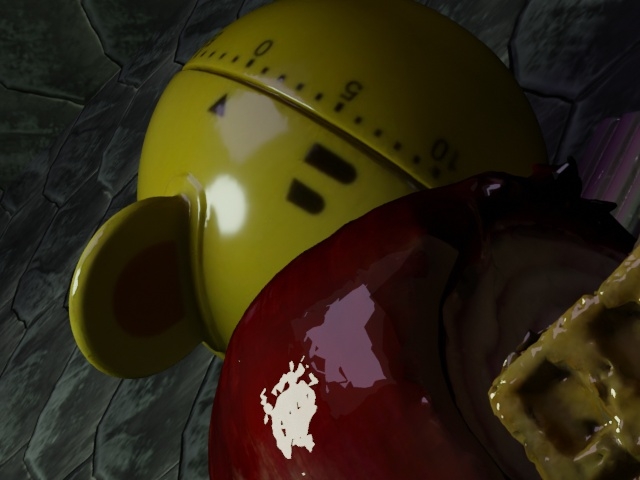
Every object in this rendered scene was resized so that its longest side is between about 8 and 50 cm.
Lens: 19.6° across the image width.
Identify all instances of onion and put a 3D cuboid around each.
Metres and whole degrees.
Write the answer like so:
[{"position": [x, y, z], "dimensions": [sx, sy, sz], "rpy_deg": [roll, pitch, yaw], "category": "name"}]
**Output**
[{"position": [0.095, 0.134, 1.113], "dimensions": [0.341, 0.341, 0.341], "rpy_deg": [-43, 22, 23], "category": "onion"}]

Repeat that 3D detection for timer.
[{"position": [0.000, 0.000, 1.503], "dimensions": [0.387, 0.376, 0.376], "rpy_deg": [-56, 21, -12], "category": "timer"}]

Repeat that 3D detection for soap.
[{"position": [0.227, -0.006, 1.410], "dimensions": [0.122, 0.065, 0.203], "rpy_deg": [-12, 44, 61], "category": "soap"}]

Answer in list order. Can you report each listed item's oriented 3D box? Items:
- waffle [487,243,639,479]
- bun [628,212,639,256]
[{"position": [0.245, 0.123, 0.840], "dimensions": [0.224, 0.327, 0.098], "rpy_deg": [-43, -18, 18], "category": "waffle"}, {"position": [0.319, 0.020, 0.981], "dimensions": [0.299, 0.165, 0.299], "rpy_deg": [-9, 68, 24], "category": "bun"}]
